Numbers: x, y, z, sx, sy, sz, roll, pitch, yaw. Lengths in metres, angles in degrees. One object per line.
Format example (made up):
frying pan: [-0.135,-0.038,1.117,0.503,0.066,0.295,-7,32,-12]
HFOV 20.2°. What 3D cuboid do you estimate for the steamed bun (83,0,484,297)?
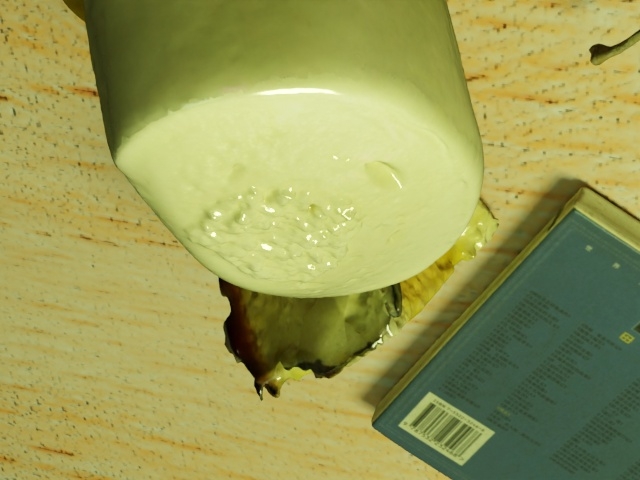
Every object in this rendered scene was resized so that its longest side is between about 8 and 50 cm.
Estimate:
steamed bun: [-0.010,-0.092,0.882,0.155,0.200,0.250,-15,154,14]

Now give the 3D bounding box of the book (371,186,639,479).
book: [0.171,0.097,1.142,0.191,0.025,0.269,32,136,-5]

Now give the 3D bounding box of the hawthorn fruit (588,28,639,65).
hawthorn fruit: [0.193,-0.158,0.824,0.165,0.165,0.285,20,145,9]

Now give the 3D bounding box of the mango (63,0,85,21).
mango: [-0.083,-0.175,0.988,0.103,0.076,0.161,48,130,-12]

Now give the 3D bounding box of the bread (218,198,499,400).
bread: [0.000,0.000,1.041,0.140,0.160,0.169,-25,115,40]
